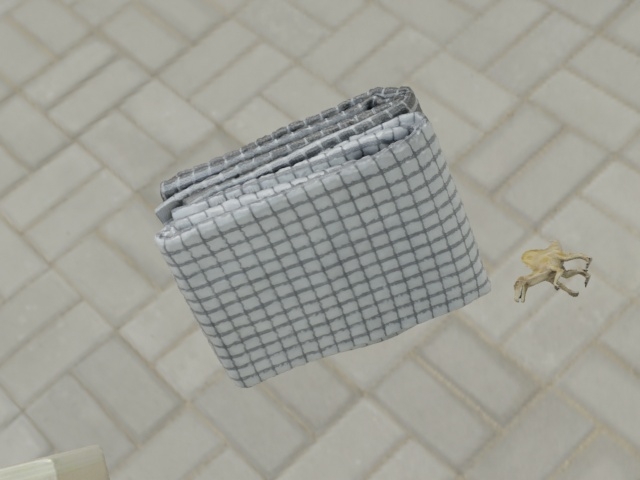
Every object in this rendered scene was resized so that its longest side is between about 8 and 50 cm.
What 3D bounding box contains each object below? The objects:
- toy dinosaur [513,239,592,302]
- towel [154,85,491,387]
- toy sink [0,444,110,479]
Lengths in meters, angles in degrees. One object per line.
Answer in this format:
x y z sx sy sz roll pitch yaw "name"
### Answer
0.321 0.029 1.591 0.092 0.053 0.183 18 34 22 "toy dinosaur"
0.000 0.000 1.142 0.283 0.235 0.121 -22 40 4 "towel"
-0.294 0.261 0.956 0.234 0.153 0.131 -14 83 2 "toy sink"
